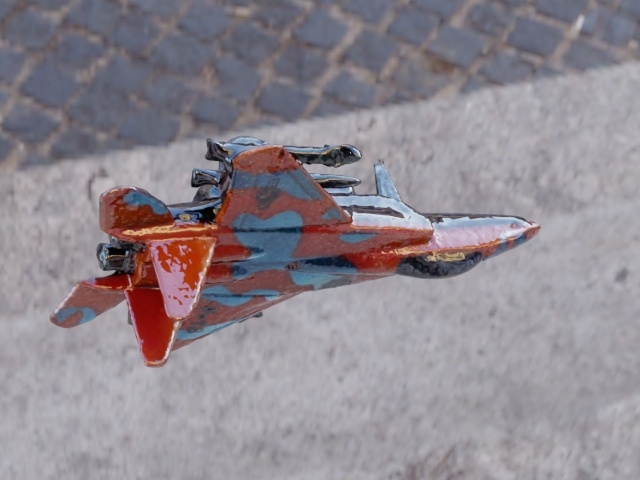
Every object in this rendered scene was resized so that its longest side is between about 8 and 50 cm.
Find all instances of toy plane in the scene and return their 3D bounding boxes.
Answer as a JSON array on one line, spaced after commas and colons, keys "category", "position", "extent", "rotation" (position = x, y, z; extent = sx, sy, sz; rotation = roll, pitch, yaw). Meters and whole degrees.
[{"category": "toy plane", "position": [-0.002, -0.003, 0.673], "extent": [0.189, 0.130, 0.061], "rotation": [-12, 60, -31]}]
